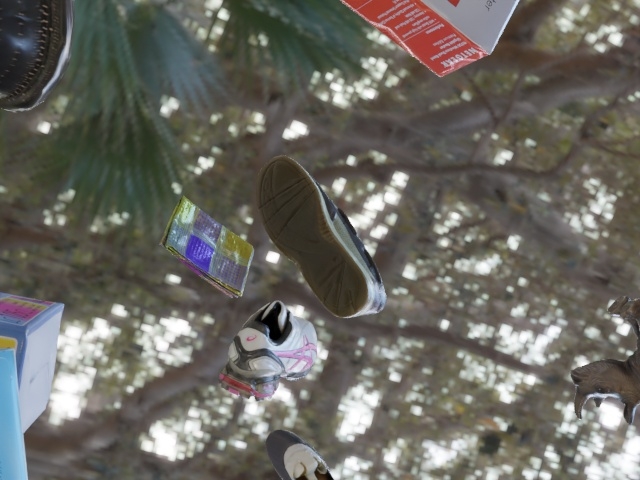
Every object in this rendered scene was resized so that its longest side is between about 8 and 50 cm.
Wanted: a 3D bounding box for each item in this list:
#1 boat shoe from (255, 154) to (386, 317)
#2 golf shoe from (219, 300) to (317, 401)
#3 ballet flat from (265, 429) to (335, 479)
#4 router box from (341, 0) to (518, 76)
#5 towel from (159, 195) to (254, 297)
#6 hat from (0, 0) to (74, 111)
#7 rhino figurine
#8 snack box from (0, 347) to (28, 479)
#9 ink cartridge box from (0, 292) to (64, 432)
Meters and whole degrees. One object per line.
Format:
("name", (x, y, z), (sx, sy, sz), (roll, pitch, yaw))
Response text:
("boat shoe", (0.001, 0.000, 1.508), (0.080, 0.073, 0.223), (-42, -119, 16))
("golf shoe", (-0.040, 0.102, 1.357), (0.186, 0.067, 0.086), (-32, 142, -70))
("ballet flat", (-0.006, 0.347, 1.896), (0.074, 0.074, 0.203), (-47, -111, 32))
("router box", (0.074, -0.355, 1.064), (0.335, 0.301, 0.082), (-60, -162, -19))
("towel", (-0.092, 0.005, 1.105), (0.009, 0.083, 0.060), (-33, -151, 41))
("hat", (-0.250, -0.064, 0.419), (0.331, 0.331, 0.134), (-19, -124, 51))
("rhino figurine", (0.340, 0.096, 1.308), (0.243, 0.106, 0.073), (-49, -178, 16))
("snack box", (-0.236, 0.173, 0.691), (0.322, 0.060, 0.187), (-22, -107, 53))
("ink cartridge box", (-0.523, 0.120, 1.539), (0.270, 0.395, 0.151), (-128, -133, -86))
